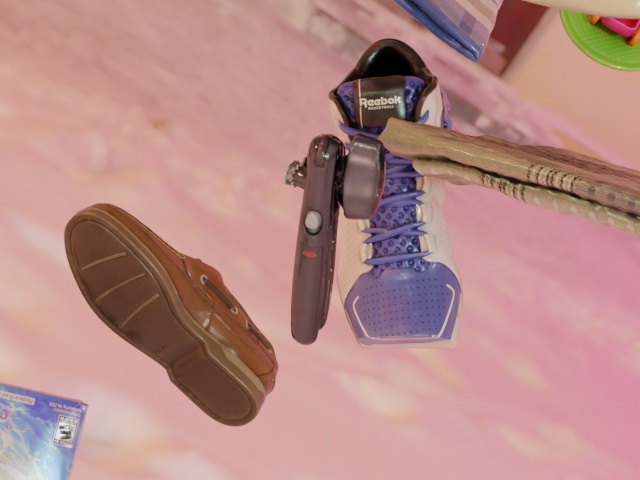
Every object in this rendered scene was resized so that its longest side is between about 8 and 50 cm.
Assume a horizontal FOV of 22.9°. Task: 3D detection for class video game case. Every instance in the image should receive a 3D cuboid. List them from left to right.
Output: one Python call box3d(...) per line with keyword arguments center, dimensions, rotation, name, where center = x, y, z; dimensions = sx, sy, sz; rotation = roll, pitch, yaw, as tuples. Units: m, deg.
box3d(center=(-0.425, 0.273, 1.801), dimensions=(0.269, 0.244, 0.061), rotation=(15, -6, -15), name="video game case")

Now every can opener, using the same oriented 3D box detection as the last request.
box3d(center=(0.000, 0.000, 1.262), dimensions=(0.073, 0.186, 0.059), rotation=(20, 24, 18), name="can opener")

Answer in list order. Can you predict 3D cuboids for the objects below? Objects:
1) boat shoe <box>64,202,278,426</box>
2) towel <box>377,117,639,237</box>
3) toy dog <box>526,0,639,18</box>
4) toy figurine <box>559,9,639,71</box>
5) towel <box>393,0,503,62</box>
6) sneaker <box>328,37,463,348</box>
box3d(center=(-0.165, 0.069, 1.768), dimensions=(0.307, 0.111, 0.104), rotation=(53, 37, -19), name="boat shoe")
box3d(center=(0.251, -0.025, 1.295), dimensions=(0.324, 0.056, 0.312), rotation=(22, 11, 39), name="towel")
box3d(center=(0.177, -0.435, 1.263), dimensions=(0.395, 0.408, 0.284), rotation=(14, 38, 28), name="toy dog")
box3d(center=(0.338, -0.282, 1.598), dimensions=(0.130, 0.159, 0.173), rotation=(30, 58, 0), name="toy figurine")
box3d(center=(0.104, -0.302, 1.652), dimensions=(0.209, 0.034, 0.285), rotation=(39, 29, -10), name="towel")
box3d(center=(0.061, -0.062, 1.509), dimensions=(0.182, 0.127, 0.315), rotation=(62, 26, -63), name="sneaker")
